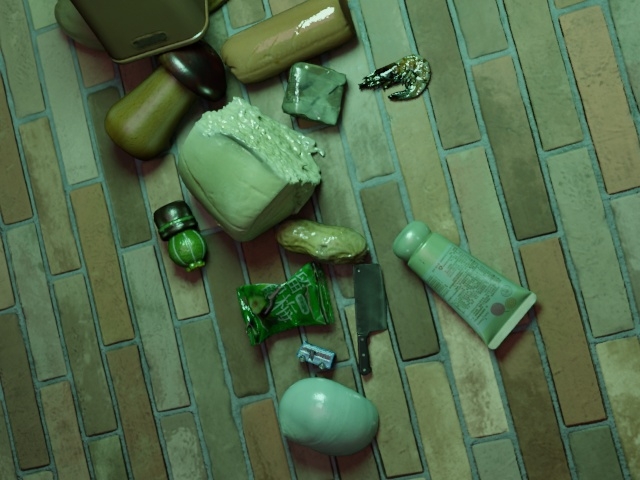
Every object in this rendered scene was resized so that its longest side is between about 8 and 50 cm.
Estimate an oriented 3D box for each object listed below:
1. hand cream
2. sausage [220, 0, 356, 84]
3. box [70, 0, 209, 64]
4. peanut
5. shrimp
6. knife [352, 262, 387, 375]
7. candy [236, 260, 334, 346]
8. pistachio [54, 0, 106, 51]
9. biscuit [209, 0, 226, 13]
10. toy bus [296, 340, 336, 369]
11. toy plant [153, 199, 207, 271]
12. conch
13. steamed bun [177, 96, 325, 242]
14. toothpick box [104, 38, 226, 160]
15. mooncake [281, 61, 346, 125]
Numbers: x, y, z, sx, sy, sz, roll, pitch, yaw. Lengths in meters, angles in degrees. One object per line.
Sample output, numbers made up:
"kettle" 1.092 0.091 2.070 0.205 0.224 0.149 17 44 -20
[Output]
"hand cream" 0.290 0.078 1.750 0.306 0.093 0.147 40 94 10
"sausage" -0.073 -0.442 1.836 0.304 0.121 0.121 -21 84 15
"box" -0.394 -0.590 1.756 0.239 0.229 0.339 -14 60 13
"peanut" 0.000 0.000 1.828 0.214 0.099 0.099 19 94 19
"shrimp" 0.161 -0.346 1.817 0.161 0.034 0.091 -17 86 13
"knife" 0.110 0.173 1.826 0.072 0.019 0.245 -3 94 -4
"candy" -0.078 0.138 1.857 0.203 0.078 0.141 -16 96 3
"pistachio" -0.515 -0.516 1.951 0.215 0.144 0.144 15 93 20
"biscuit" -0.299 -0.647 1.938 0.257 0.049 0.273 44 98 12
"toy bus" -0.009 0.256 1.854 0.083 0.038 0.046 18 90 13
"toy plant" -0.317 -0.006 1.913 0.093 0.093 0.162 -28 85 13
"conch" 0.013 0.394 1.819 0.221 0.121 0.185 8 121 10
"steamed bun" -0.172 -0.157 1.787 0.290 0.272 0.273 41 100 15
"toothpick box" -0.347 -0.327 1.878 0.294 0.192 0.192 -45 79 15
"mooncake" -0.015 -0.323 1.832 0.130 0.073 0.125 14 90 -15
